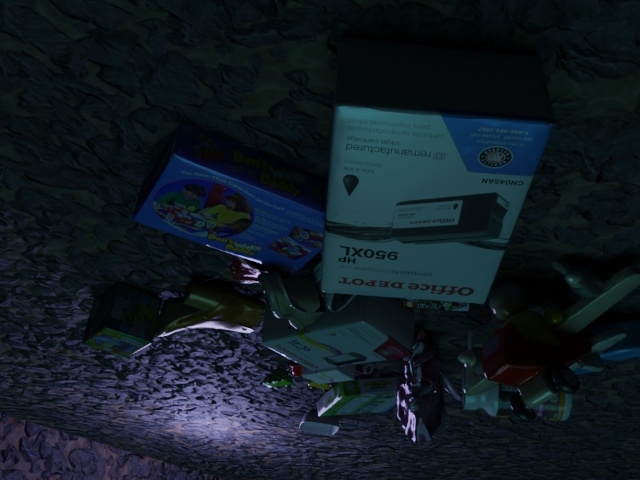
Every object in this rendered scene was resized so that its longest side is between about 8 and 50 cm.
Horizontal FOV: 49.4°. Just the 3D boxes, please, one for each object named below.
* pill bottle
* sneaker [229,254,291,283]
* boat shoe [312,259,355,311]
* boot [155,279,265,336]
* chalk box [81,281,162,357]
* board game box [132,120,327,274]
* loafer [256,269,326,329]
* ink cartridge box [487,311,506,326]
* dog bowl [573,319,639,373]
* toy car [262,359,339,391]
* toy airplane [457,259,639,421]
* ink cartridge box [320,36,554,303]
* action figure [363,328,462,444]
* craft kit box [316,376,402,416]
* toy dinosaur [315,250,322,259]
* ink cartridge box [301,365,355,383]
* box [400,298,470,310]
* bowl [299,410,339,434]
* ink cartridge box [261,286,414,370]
[{"bbox_3d":[0.535,0.407,1.916,0.278,0.162,0.162,1,149,8],"label":"pill bottle"},{"bbox_3d":[-0.171,0.046,1.507,0.128,0.087,0.221,-15,143,30],"label":"sneaker"},{"bbox_3d":[0.079,0.052,1.419,0.118,0.103,0.320,-6,160,-30],"label":"boat shoe"},{"bbox_3d":[-0.284,0.203,1.777,0.211,0.104,0.295,23,142,-25],"label":"boot"},{"bbox_3d":[-0.496,0.199,1.782,0.132,0.132,0.213,26,146,-29],"label":"chalk box"},{"bbox_3d":[-0.144,-0.065,1.304,0.347,0.078,0.233,20,144,-23],"label":"board game box"},{"bbox_3d":[-0.056,0.116,1.491,0.092,0.102,0.268,-30,158,3],"label":"loafer"},{"bbox_3d":[0.444,0.179,1.672,0.048,0.028,0.083,22,146,-25],"label":"ink cartridge box"},{"bbox_3d":[0.680,0.264,1.706,0.166,0.074,0.297,13,151,-36],"label":"dog bowl"},{"bbox_3d":[-0.081,0.416,2.153,0.225,0.053,0.239,-14,144,32],"label":"toy car"},{"bbox_3d":[0.487,0.204,1.533,0.386,0.272,0.384,-32,160,-7],"label":"toy airplane"},{"bbox_3d":[0.152,-0.087,1.068,0.285,0.166,0.395,5,139,1],"label":"ink cartridge box"},{"bbox_3d":[0.284,0.368,1.869,0.276,0.248,0.370,-20,128,-20],"label":"action figure"},{"bbox_3d":[0.141,0.491,2.185,0.247,0.061,0.250,-1,153,-22],"label":"craft kit box"},{"bbox_3d":[0.000,0.000,1.461,0.090,0.047,0.082,-16,152,-33],"label":"toy dinosaur"},{"bbox_3d":[0.017,0.348,1.980,0.143,0.092,0.090,-15,145,34],"label":"ink cartridge box"},{"bbox_3d":[0.257,0.084,1.529,0.159,0.044,0.233,2,149,7],"label":"box"},{"bbox_3d":[-0.004,0.671,2.576,0.142,0.053,0.142,9,150,-6],"label":"bowl"},{"bbox_3d":[0.045,0.210,1.703,0.306,0.131,0.226,-18,142,33],"label":"ink cartridge box"}]
